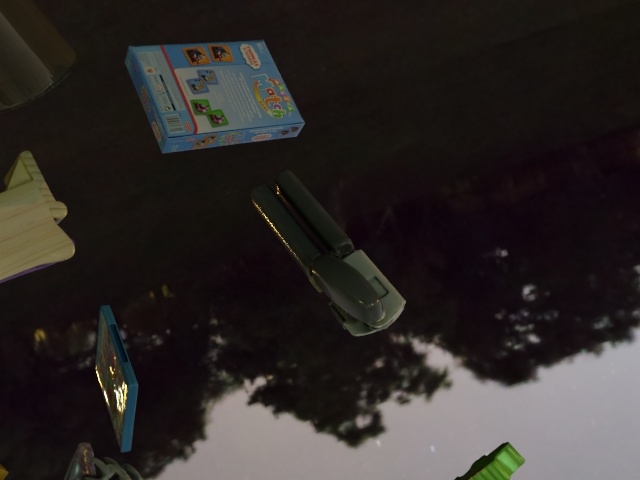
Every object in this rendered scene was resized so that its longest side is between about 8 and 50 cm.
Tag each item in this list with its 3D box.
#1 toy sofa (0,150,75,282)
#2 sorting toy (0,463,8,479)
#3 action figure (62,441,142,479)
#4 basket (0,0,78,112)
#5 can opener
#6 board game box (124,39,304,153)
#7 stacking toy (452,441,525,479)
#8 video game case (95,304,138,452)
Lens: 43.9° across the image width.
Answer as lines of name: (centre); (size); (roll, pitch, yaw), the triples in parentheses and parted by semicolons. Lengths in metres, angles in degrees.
toy sofa: (-0.556, 0.023, 1.153); (0.362, 0.177, 0.150); (-29, -177, -34)
sorting toy: (-0.347, 0.235, 0.772); (0.041, 0.229, 0.307); (-54, -178, -11)
action figure: (-0.088, 0.262, 0.680); (0.284, 0.099, 0.185); (10, 158, 21)
basket: (-0.469, -0.312, 1.088); (0.154, 0.227, 0.204); (-47, -141, -19)
can opener: (0.000, 0.000, 0.970); (0.076, 0.283, 0.095); (-31, 144, -11)
board game box: (-0.147, -0.207, 1.116); (0.211, 0.160, 0.039); (-12, 155, -31)
stacking toy: (0.099, 0.268, 0.523); (0.221, 0.167, 0.052); (-44, 178, 7)
video game case: (-0.278, 0.184, 1.073); (0.015, 0.119, 0.166); (-4, -145, -27)
